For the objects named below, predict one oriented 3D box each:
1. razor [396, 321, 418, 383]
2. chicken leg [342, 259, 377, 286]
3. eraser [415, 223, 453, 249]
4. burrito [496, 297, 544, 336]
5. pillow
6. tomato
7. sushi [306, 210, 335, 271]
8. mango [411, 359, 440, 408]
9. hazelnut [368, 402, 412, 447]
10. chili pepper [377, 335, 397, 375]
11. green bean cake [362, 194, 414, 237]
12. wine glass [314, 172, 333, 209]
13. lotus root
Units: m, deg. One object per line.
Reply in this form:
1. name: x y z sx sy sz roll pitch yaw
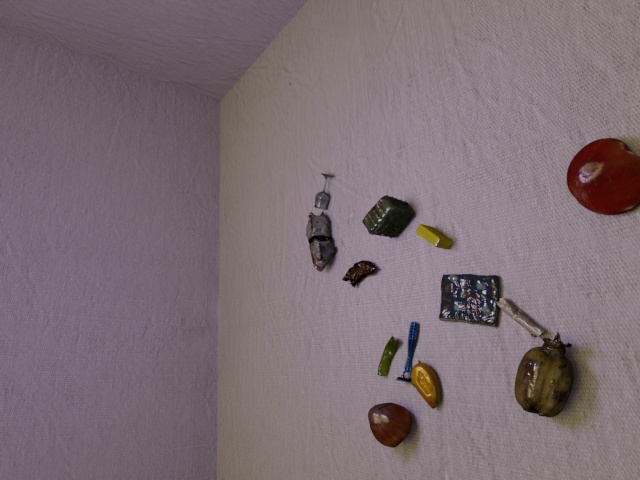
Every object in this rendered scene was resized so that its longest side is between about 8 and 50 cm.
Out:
1. razor: 0.374 0.465 1.815 0.082 0.042 0.253 8 88 11
2. chicken leg: 0.190 0.154 2.108 0.234 0.063 0.105 -42 56 39
3. eraser: 0.461 -0.015 1.753 0.122 0.097 0.045 45 116 47
4. burrito: 0.670 0.255 1.459 0.185 0.045 0.041 47 155 44
5. pillow: 0.555 0.219 1.636 0.255 0.034 0.189 -5 77 54
6. tomato: 0.822 -0.188 1.273 0.200 0.139 0.233 -61 41 35
7. sushi: 0.000 0.000 2.345 0.130 0.124 0.332 -50 47 50
8. mango: 0.419 0.565 1.716 0.101 0.066 0.187 -41 57 31
9. hazelnut: 0.279 0.751 1.772 0.182 0.182 0.182 -15 71 51
10. chili pepper: 0.296 0.504 1.905 0.052 0.050 0.202 28 108 35
11. green bean cake: 0.302 -0.096 1.914 0.173 0.181 0.094 -51 47 30
12. wine glass: 0.017 -0.270 2.415 0.079 0.079 0.195 16 94 53
13. lotus root: 0.689 0.403 1.328 0.154 0.154 0.278 19 99 53
